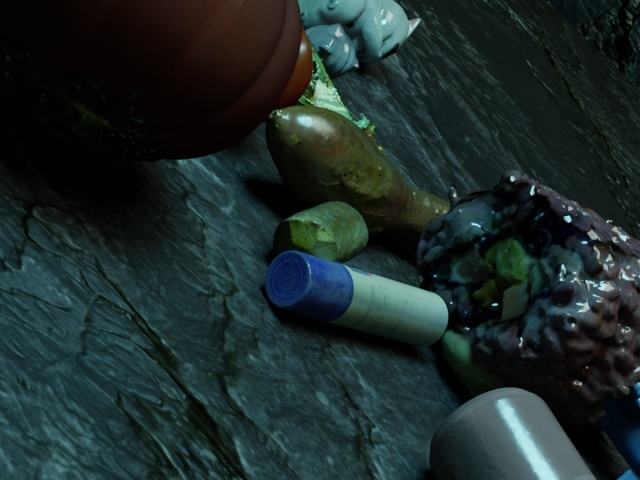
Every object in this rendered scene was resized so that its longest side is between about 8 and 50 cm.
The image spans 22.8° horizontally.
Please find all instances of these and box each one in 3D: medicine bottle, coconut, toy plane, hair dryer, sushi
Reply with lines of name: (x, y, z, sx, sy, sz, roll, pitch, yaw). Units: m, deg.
medicine bottle: (0.039, 0.059, 1.547, 0.231, 0.059, 0.059, 19, 33, -51)
coconut: (0.005, -0.163, 1.907, 0.133, 0.055, 0.158, 43, 21, -28)
toy plane: (0.328, 0.173, 1.779, 0.254, 0.105, 0.271, 84, -14, -67)
hair dryer: (0.106, 0.219, 1.314, 0.352, 0.125, 0.210, 14, 35, -42)
sushi: (0.219, 0.062, 1.646, 0.171, 0.236, 0.270, 32, 9, -37)

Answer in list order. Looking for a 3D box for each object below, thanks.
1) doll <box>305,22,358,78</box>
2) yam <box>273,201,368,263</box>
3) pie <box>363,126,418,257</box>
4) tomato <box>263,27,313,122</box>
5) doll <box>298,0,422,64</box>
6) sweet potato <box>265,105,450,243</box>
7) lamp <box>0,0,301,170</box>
doll: (0.008, -0.247, 2.057, 0.094, 0.079, 0.180, 27, 10, -5)
yam: (0.000, 0.000, 1.578, 0.070, 0.070, 0.146, 47, 21, 7)
pie: (0.085, -0.043, 1.854, 0.191, 0.033, 0.088, 56, 30, 4)
tomato: (-0.103, -0.204, 1.670, 0.195, 0.136, 0.195, 41, 21, -19)
doll: (0.047, -0.307, 2.186, 0.181, 0.110, 0.107, 34, 52, -40)
sweet potato: (0.056, -0.051, 1.731, 0.385, 0.109, 0.109, 30, 24, -50)
lamp: (-0.163, -0.197, 1.357, 0.303, 0.257, 0.303, 28, -12, 7)
